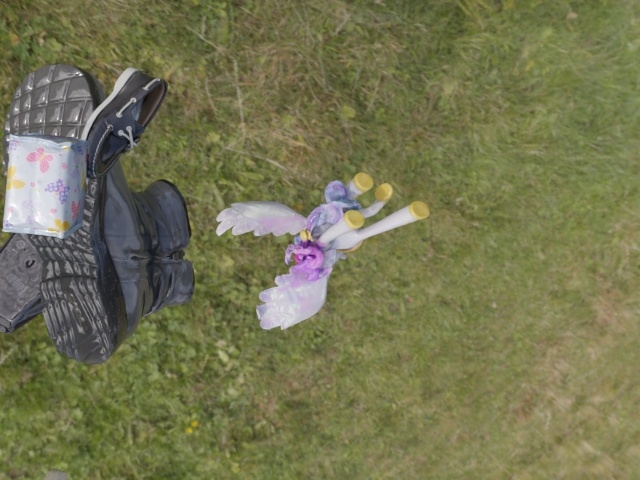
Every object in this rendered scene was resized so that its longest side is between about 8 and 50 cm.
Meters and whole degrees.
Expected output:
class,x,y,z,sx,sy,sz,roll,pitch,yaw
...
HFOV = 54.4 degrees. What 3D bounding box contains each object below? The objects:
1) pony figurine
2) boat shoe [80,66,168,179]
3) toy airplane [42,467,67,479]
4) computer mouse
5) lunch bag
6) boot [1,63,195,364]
class,x,y,z,sx,sy,sz,roll,pitch,yaw
pony figurine,0.000,0.000,1.343,0.351,0.303,0.363,-9,161,-38
boat shoe,-0.173,-0.102,0.551,0.046,0.038,0.125,99,6,-54
toy airplane,-0.570,0.611,1.052,0.386,0.272,0.385,36,52,-72
computer mouse,-0.415,0.035,0.797,0.262,0.184,0.060,-49,176,-4
lunch bag,-0.201,-0.043,0.463,0.053,0.083,0.071,7,100,-8
boot,-0.244,-0.044,0.748,0.223,0.118,0.338,-48,145,-64
